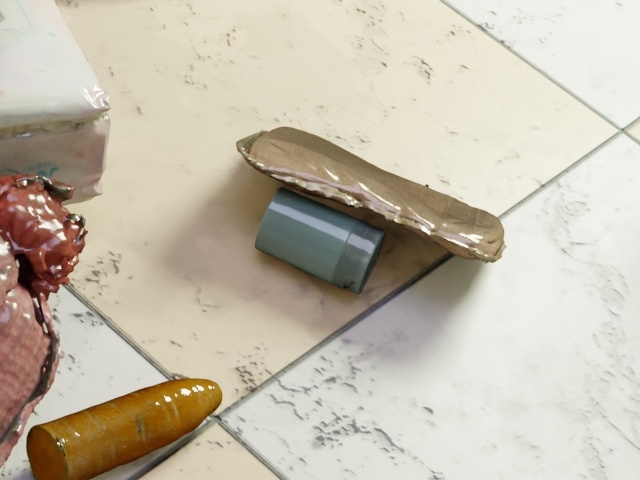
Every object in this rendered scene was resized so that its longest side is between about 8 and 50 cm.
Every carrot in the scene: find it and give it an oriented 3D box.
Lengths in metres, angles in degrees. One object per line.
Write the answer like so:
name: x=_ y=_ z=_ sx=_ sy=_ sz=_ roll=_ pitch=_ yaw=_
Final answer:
carrot: x=-0.119 y=0.117 z=1.131 sx=0.139 sy=0.048 sz=0.048 roll=-20 pitch=56 yaw=-34

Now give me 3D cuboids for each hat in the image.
hat: x=-0.260 y=0.051 z=1.107 sx=0.236 sy=0.107 sz=0.286 roll=48 pitch=53 yaw=-3

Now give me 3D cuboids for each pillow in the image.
pillow: x=0.041 y=-0.036 z=1.311 sx=0.211 sy=0.034 sz=0.135 roll=24 pitch=11 yaw=6

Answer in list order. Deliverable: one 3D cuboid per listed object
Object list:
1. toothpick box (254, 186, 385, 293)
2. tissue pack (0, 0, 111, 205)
toothpick box: x=0.000 y=0.000 z=1.281 sx=0.083 sy=0.052 sz=0.052 roll=24 pitch=44 yaw=8
tissue pack: x=-0.305 y=-0.098 z=1.228 sx=0.271 sy=0.124 sz=0.201 roll=-12 pitch=51 yaw=-26
